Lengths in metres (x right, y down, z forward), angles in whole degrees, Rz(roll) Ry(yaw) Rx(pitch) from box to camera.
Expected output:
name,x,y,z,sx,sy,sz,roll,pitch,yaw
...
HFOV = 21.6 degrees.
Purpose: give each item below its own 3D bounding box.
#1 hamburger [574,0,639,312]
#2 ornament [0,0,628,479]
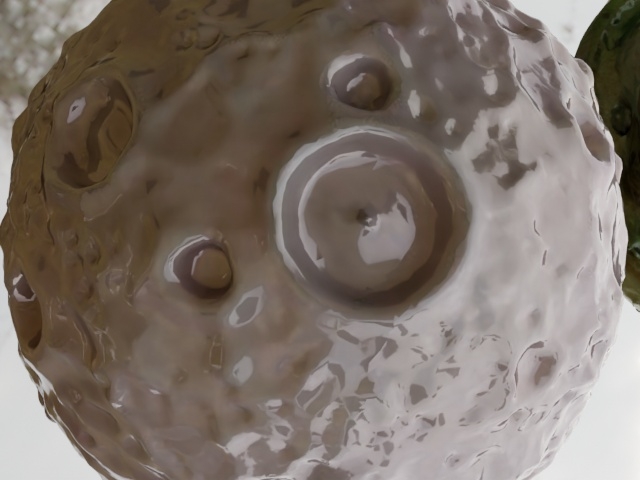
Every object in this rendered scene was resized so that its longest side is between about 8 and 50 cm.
name,x,y,z,sx,sy,sz,roll,pitch,yaw
hamburger,0.269,-0.075,1.170,0.168,0.192,0.288,-48,-160,61
ornament,0.000,0.000,0.670,0.259,0.259,0.225,-59,-174,-7
